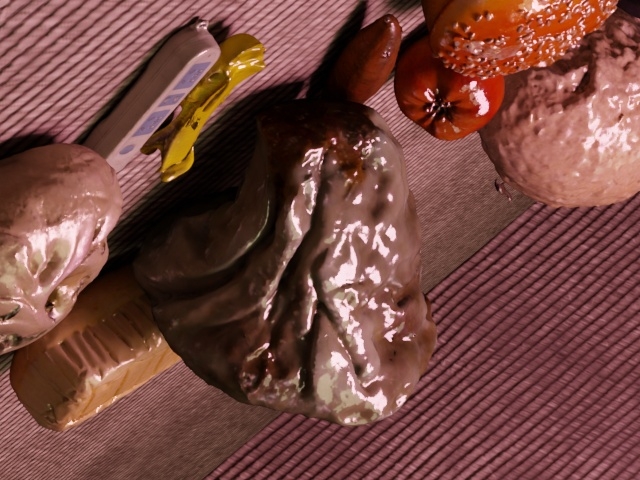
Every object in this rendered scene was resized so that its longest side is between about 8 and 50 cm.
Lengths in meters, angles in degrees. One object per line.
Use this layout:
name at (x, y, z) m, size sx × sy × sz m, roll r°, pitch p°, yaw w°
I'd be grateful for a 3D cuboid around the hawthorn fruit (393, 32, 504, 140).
hawthorn fruit at (0.148, -0.175, 1.909) m, size 0.140 × 0.125 × 0.125 m, roll -24°, pitch 161°, yaw -48°

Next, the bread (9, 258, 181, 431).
bread at (-0.214, 0.098, 1.818) m, size 0.236 × 0.106 × 0.140 m, roll -30°, pitch 164°, yaw -43°

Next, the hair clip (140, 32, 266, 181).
hair clip at (-0.098, -0.122, 1.498) m, size 0.072 × 0.046 × 0.173 m, roll -34°, pitch 169°, yaw -41°

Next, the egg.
egg at (0.320, -0.166, 2.140) m, size 0.279 × 0.279 × 0.310 m, roll -45°, pitch 166°, yaw 25°

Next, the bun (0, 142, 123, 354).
bun at (-0.254, 0.025, 1.379) m, size 0.237 × 0.116 × 0.210 m, roll -42°, pitch 168°, yaw 7°

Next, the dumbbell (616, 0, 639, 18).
dumbbell at (0.420, -0.335, 1.966) m, size 0.204 × 0.204 × 0.322 m, roll -43°, pitch 169°, yaw 16°

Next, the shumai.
shumai at (0.000, 0.000, 1.728) m, size 0.309 × 0.304 × 0.263 m, roll -23°, pitch 149°, yaw -39°

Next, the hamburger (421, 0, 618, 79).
hamburger at (0.200, -0.252, 1.717) m, size 0.237 × 0.147 × 0.237 m, roll -36°, pitch 166°, yaw -10°

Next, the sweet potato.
sweet potato at (0.033, -0.160, 1.763) m, size 0.057 × 0.057 × 0.264 m, roll -35°, pitch 171°, yaw -25°

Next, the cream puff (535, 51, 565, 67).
cream puff at (0.220, -0.245, 1.905) m, size 0.094 × 0.122 × 0.116 m, roll -42°, pitch -158°, yaw -10°

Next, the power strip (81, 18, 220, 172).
power strip at (-0.146, -0.108, 1.437) m, size 0.191 × 0.030 × 0.047 m, roll -46°, pitch 166°, yaw 27°
